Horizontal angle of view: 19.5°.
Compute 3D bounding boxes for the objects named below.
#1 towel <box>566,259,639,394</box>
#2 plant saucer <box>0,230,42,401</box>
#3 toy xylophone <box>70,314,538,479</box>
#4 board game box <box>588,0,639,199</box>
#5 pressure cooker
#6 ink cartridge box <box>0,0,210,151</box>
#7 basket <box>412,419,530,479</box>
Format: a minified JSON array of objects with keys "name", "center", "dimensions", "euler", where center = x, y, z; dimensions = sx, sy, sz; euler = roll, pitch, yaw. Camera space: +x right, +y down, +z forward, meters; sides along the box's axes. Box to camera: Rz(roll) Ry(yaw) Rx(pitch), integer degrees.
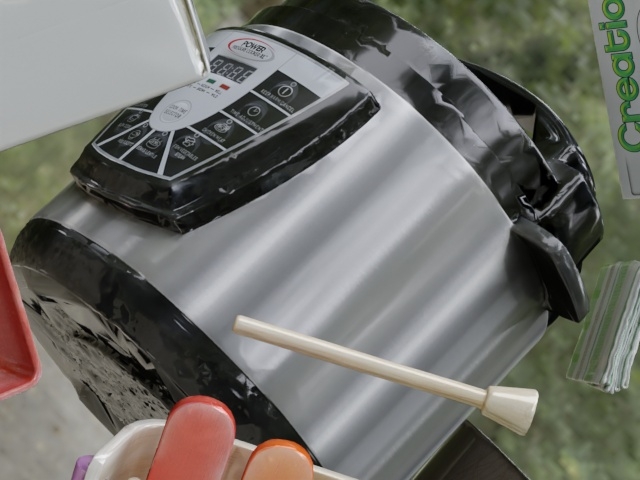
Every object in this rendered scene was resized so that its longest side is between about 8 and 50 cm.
[{"name":"towel","center":[0.250,0.073,1.592],"dimensions":[0.023,0.113,0.152],"euler":[20,-2,-3]},{"name":"plant saucer","center":[-0.334,0.017,1.207],"dimensions":[0.047,0.259,0.258],"euler":[1,-70,54]},{"name":"toy xylophone","center":[0.002,0.178,1.096],"dimensions":[0.322,0.236,0.081],"euler":[11,19,-2]},{"name":"board game box","center":[0.318,-0.188,1.539],"dimensions":[0.053,0.193,0.305],"euler":[-25,107,-48]},{"name":"pressure cooker","center":[0.001,0.003,1.521],"dimensions":[0.370,0.420,0.375],"euler":[45,-18,2]},{"name":"ink cartridge box","center":[-0.171,-0.121,1.080],"dimensions":[0.273,0.197,0.114],"euler":[-114,-176,-82]},{"name":"basket","center":[0.105,0.296,1.628],"dimensions":[0.154,0.227,0.204],"euler":[51,-4,-40]}]
